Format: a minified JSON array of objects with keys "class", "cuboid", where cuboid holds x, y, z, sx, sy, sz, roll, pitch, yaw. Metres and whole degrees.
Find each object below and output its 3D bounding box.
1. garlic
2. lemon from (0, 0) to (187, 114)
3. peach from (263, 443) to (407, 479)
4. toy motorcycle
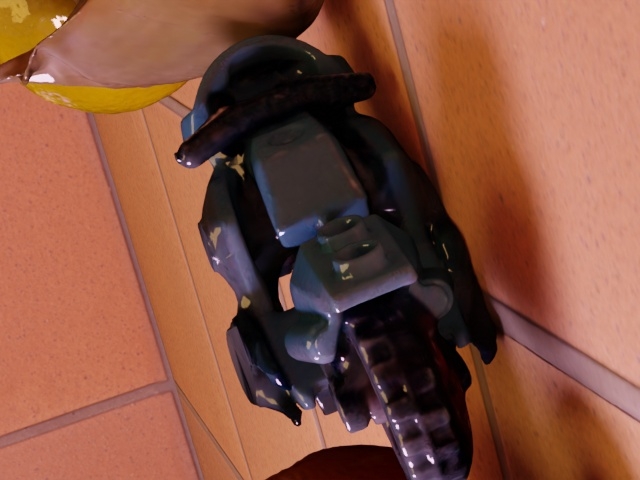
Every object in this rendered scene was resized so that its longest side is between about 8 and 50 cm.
[{"class":"garlic","cuboid":[-0.124,-0.192,1.267,0.338,0.196,0.151,-25,74,53]},{"class":"lemon","cuboid":[-0.176,-0.218,1.491,0.219,0.240,0.240,54,-176,-45]},{"class":"peach","cuboid":[0.031,0.310,1.197,0.332,0.308,0.308,64,168,1]},{"class":"toy motorcycle","cuboid":[0.000,0.000,1.138,0.416,0.172,0.232,-115,4,-69]}]
